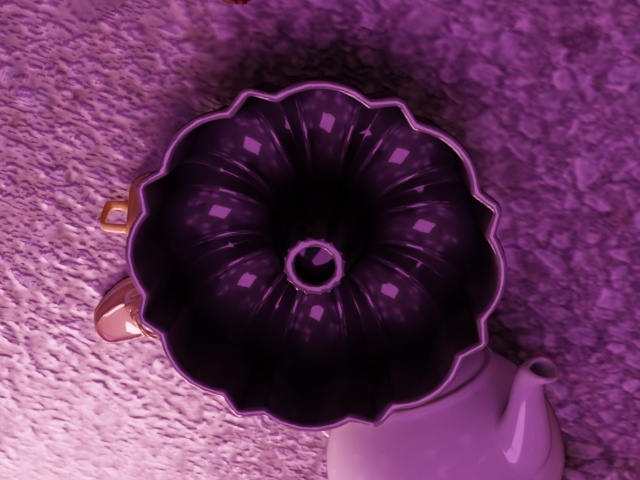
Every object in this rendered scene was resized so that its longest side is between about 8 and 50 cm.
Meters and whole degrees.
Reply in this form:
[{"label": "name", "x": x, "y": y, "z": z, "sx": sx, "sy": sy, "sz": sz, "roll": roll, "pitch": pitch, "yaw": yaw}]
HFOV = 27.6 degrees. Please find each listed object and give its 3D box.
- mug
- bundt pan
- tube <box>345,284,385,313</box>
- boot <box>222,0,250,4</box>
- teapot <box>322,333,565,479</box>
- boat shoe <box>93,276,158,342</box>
[{"label": "mug", "x": -0.163, "y": -0.018, "z": 1.240, "sx": 0.078, "sy": 0.064, "sz": 0.062, "roll": -26, "pitch": 123, "yaw": 25}, {"label": "bundt pan", "x": 0.000, "y": 0.000, "z": 1.167, "sx": 0.331, "sy": 0.124, "sz": 0.330, "roll": 2, "pitch": 112, "yaw": 4}, {"label": "tube", "x": -0.011, "y": 0.025, "z": 1.274, "sx": 0.207, "sy": 0.052, "sz": 0.080, "roll": 24, "pitch": 118, "yaw": -8}, {"label": "boot", "x": -0.123, "y": -0.242, "z": 1.026, "sx": 0.085, "sy": 0.059, "sz": 0.158, "roll": 19, "pitch": 164, "yaw": 38}, {"label": "teapot", "x": 0.105, "y": 0.175, "z": 1.281, "sx": 0.256, "sy": 0.252, "sz": 0.187, "roll": -19, "pitch": 106, "yaw": 4}, {"label": "boat shoe", "x": -0.165, "y": 0.067, "z": 1.313, "sx": 0.170, "sy": 0.059, "sz": 0.063, "roll": -27, "pitch": 122, "yaw": 25}]
